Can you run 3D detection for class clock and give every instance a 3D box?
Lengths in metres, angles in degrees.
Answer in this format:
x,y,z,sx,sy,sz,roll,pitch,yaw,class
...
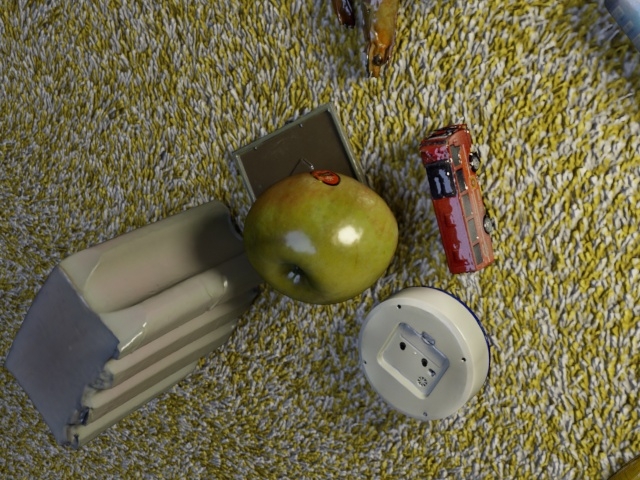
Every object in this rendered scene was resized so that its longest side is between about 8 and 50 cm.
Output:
x,y,z,sx,sy,sz,roll,pitch,yaw,class
0.179,0.198,1.529,0.230,0.083,0.230,10,110,30,clock

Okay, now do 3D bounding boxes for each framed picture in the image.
x,y,z,sx,sy,sz,roll,pitch,yaw,class
-0.041,-0.123,1.609,0.260,0.023,0.189,-22,92,38,framed picture

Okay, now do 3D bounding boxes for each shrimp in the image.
x,y,z,sx,sy,sz,roll,pitch,yaw,class
0.074,-0.390,1.420,0.150,0.068,0.248,3,102,47,shrimp

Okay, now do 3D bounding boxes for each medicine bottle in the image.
x,y,z,sx,sy,sz,roll,pitch,yaw,class
0.472,-0.266,1.168,0.083,0.083,0.203,-39,84,37,medicine bottle

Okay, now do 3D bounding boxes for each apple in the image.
x,y,z,sx,sy,sz,roll,pitch,yaw,class
0.000,0.000,1.487,0.261,0.194,0.261,18,145,13,apple

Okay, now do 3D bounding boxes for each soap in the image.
x,y,z,sx,sy,sz,roll,pitch,yaw,class
-0.327,0.139,1.645,0.213,0.435,0.350,43,128,15,soap

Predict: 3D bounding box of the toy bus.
x,y,z,sx,sy,sz,roll,pitch,yaw,class
0.221,-0.065,1.402,0.074,0.096,0.234,-9,102,34,toy bus

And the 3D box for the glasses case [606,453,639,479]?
x,y,z,sx,sy,sz,roll,pitch,yaw,class
0.493,0.404,1.387,0.079,0.064,0.234,43,125,14,glasses case
